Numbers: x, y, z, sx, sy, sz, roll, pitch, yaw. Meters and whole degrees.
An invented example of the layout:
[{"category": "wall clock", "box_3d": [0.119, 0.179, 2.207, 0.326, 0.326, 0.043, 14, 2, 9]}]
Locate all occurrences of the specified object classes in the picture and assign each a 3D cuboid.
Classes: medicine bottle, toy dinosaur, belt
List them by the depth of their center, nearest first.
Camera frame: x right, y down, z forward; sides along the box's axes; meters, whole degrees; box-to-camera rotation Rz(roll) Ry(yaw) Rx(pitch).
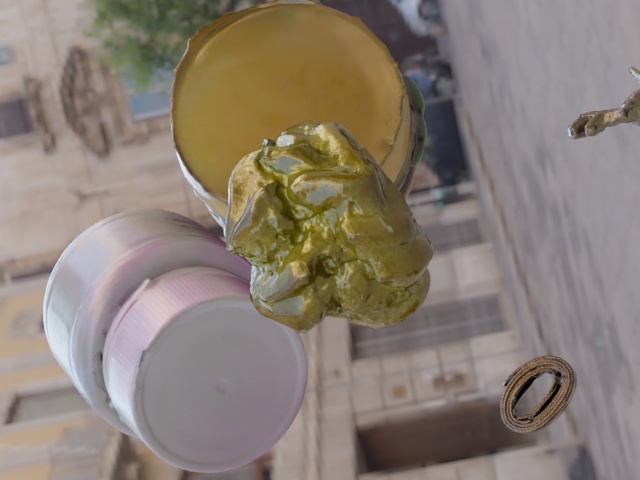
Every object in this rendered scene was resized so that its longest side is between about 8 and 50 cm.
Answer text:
[{"category": "belt", "box_3d": [0.206, 0.145, 1.387, 0.059, 0.083, 0.036, 42, -175, 18]}, {"category": "medicine bottle", "box_3d": [-0.172, 0.117, 1.724, 0.325, 0.256, 0.256, 34, 141, 59]}, {"category": "toy dinosaur", "box_3d": [0.489, -0.225, 2.188, 0.251, 0.199, 0.072, -52, -60, -36]}]

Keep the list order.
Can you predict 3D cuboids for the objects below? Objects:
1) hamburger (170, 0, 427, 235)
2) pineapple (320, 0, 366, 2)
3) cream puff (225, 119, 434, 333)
[{"category": "hamburger", "box_3d": [-0.024, -0.154, 2.246, 0.277, 0.395, 0.396, 60, -161, -72]}, {"category": "pineapple", "box_3d": [0.033, -0.330, 1.284, 0.158, 0.157, 0.279, 64, -157, -73]}, {"category": "cream puff", "box_3d": [0.001, 0.000, 1.404, 0.221, 0.194, 0.195, 52, -172, -6]}]
